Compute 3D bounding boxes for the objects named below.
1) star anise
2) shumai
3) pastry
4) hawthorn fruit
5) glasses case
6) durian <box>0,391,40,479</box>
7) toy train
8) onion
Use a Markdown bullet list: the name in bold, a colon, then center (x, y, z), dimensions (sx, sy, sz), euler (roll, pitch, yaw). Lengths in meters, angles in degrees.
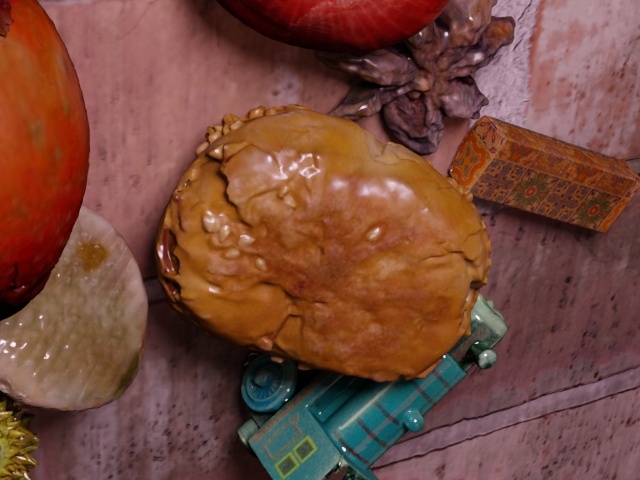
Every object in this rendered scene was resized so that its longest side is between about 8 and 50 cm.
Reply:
- **star anise**: center (0.102, -0.173, 1.428), dimensions (0.212, 0.073, 0.197), euler (19, 114, -43)
- **shumai**: center (-0.249, 0.060, 1.361), dimensions (0.201, 0.201, 0.120), euler (11, 159, -37)
- **pastry**: center (0.000, 0.000, 1.422), dimensions (0.311, 0.162, 0.255), euler (24, 121, -21)
- **hawthorn fruit**: center (-0.306, -0.068, 1.110), dimensions (0.316, 0.316, 0.316), euler (-17, 131, -21)
- **glasses case**: center (0.236, -0.069, 1.610), dimensions (0.218, 0.049, 0.075), euler (13, 122, -38)
- **durian**: center (-0.347, 0.199, 1.362), dimensions (0.200, 0.176, 0.237), euler (-9, 124, -12)
- **toy train**: center (0.054, 0.140, 1.557), dimensions (0.298, 0.194, 0.120), euler (-44, 134, 4)
- **onion**: center (0.002, -0.252, 1.224), dimensions (0.248, 0.161, 0.248), euler (13, 141, 11)
